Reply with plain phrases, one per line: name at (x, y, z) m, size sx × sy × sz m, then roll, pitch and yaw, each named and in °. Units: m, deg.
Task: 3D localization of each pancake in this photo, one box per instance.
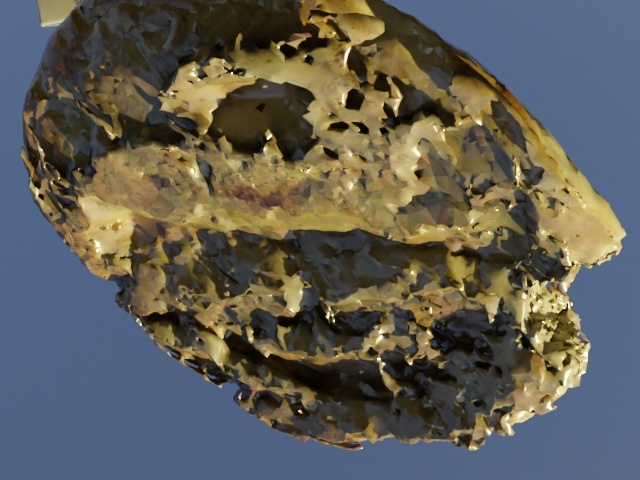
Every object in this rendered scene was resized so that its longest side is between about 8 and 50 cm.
pancake at (-0.001, 0.001, 0.703) m, size 0.382 × 0.382 × 0.071 m, roll 25°, pitch -131°, yaw 3°

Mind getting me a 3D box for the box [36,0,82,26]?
box at (-0.114, -0.208, 0.878) m, size 0.218 × 0.039 × 0.055 m, roll -6°, pitch -79°, yaw 11°
